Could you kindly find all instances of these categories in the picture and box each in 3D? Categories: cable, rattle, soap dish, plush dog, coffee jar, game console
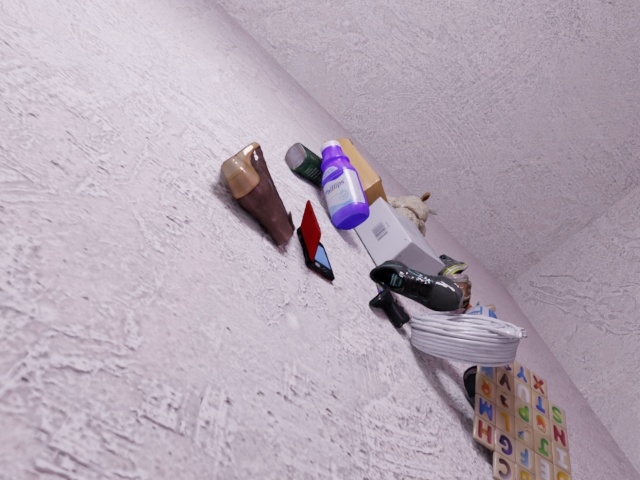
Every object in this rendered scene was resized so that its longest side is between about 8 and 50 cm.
[{"bbox_3d":[0.349,0.233,1.157,0.257,0.089,0.257,4,0,10],"label":"cable"},{"bbox_3d":[0.645,0.322,1.912,0.142,0.130,0.199,60,-7,7],"label":"rattle"},{"bbox_3d":[0.128,-0.208,1.671,0.291,0.118,0.229,59,1,36],"label":"soap dish"},{"bbox_3d":[0.379,-0.096,2.048,0.262,0.210,0.225,44,44,-5],"label":"plush dog"},{"bbox_3d":[-0.026,-0.239,1.541,0.184,0.079,0.096,25,28,-48],"label":"coffee jar"},{"bbox_3d":[0.000,0.000,1.073,0.124,0.085,0.144,35,21,-32],"label":"game console"}]

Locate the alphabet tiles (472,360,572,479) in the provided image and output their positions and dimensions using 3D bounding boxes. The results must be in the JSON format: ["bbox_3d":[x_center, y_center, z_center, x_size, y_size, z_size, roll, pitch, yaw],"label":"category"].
[{"bbox_3d":[0.477,0.431,1.112,0.285,0.011,0.342,34,42,-8],"label":"alphabet tiles"}]

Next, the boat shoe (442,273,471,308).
[{"bbox_3d":[0.527,0.210,1.839,0.324,0.123,0.116,30,56,-64],"label":"boat shoe"}]

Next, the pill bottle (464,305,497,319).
[{"bbox_3d":[0.565,0.300,1.675,0.124,0.124,0.221,50,18,9],"label":"pill bottle"}]

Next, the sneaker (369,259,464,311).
[{"bbox_3d":[0.252,0.128,1.280,0.267,0.101,0.106,19,11,37],"label":"sneaker"}]

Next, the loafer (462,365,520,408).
[{"bbox_3d":[0.465,0.447,1.164,0.302,0.109,0.095,52,22,8],"label":"loafer"}]

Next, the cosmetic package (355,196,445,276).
[{"bbox_3d":[0.254,0.014,1.545,0.225,0.138,0.224,29,25,-42],"label":"cosmetic package"}]

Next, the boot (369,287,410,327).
[{"bbox_3d":[0.174,0.174,1.178,0.099,0.045,0.121,56,22,7],"label":"boot"}]

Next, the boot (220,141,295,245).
[{"bbox_3d":[-0.130,-0.105,1.052,0.207,0.090,0.248,55,14,-16],"label":"boot"}]

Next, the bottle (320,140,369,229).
[{"bbox_3d":[0.063,-0.176,1.446,0.092,0.118,0.283,11,55,-43],"label":"bottle"}]

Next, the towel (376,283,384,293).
[{"bbox_3d":[0.177,0.154,1.278,0.060,0.009,0.083,39,19,-21],"label":"towel"}]

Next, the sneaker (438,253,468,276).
[{"bbox_3d":[0.599,0.117,2.189,0.121,0.111,0.300,48,15,16],"label":"sneaker"}]
